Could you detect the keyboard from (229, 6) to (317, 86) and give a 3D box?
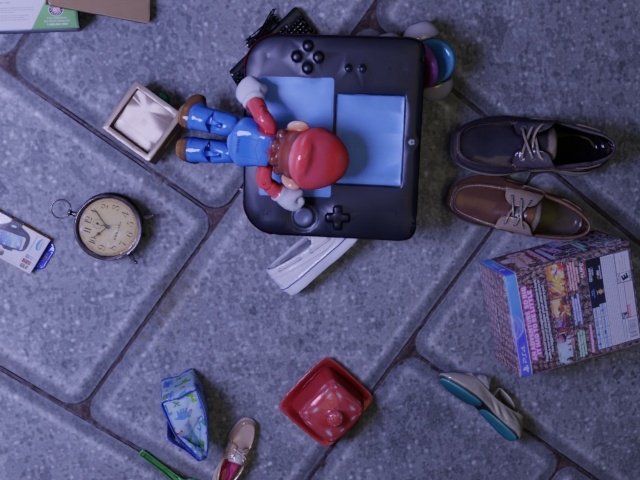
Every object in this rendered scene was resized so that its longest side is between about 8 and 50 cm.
[{"bbox_3d":[-0.100,-0.375,1.614,0.192,0.038,0.100,-46,105,-1],"label":"keyboard"}]

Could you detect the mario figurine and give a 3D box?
[{"bbox_3d":[-0.097,-0.178,1.536,0.320,0.198,0.170,15,60,13],"label":"mario figurine"}]

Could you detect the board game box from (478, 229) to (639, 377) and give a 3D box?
[{"bbox_3d":[0.518,0.132,1.781,0.290,0.141,0.232,-14,103,-8],"label":"board game box"}]

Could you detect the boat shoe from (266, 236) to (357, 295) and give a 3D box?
[{"bbox_3d":[0.000,0.000,1.678,0.258,0.095,0.084,-45,110,-1],"label":"boat shoe"}]

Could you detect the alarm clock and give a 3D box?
[{"bbox_3d":[-0.430,-0.036,1.602,0.192,0.064,0.129,21,96,-17],"label":"alarm clock"}]

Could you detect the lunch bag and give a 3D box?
[{"bbox_3d":[-0.269,0.359,1.677,0.096,0.129,0.151,-21,106,-5],"label":"lunch bag"}]

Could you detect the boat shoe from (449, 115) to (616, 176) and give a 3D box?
[{"bbox_3d":[0.443,-0.204,1.695,0.355,0.130,0.133,-2,85,-14],"label":"boat shoe"}]

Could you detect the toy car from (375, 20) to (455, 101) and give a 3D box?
[{"bbox_3d":[0.187,-0.343,1.625,0.181,0.136,0.159,-19,104,-7],"label":"toy car"}]

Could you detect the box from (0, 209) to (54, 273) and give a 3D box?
[{"bbox_3d":[-0.590,0.005,1.597,0.136,0.028,0.081,31,94,-13],"label":"box"}]

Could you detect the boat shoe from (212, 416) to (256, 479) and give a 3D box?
[{"bbox_3d":[-0.179,0.462,1.751,0.063,0.059,0.170,21,96,-14],"label":"boat shoe"}]

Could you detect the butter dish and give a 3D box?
[{"bbox_3d":[0.021,0.358,1.740,0.160,0.118,0.160,44,90,-15],"label":"butter dish"}]

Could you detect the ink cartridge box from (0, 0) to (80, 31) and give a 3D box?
[{"bbox_3d":[-0.524,-0.488,1.478,0.160,0.092,0.220,-5,101,-12],"label":"ink cartridge box"}]

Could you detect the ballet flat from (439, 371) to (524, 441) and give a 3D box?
[{"bbox_3d":[0.366,0.349,1.835,0.248,0.086,0.086,43,91,-17],"label":"ballet flat"}]

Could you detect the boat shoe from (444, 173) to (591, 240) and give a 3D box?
[{"bbox_3d":[0.424,-0.068,1.736,0.324,0.116,0.123,8,99,-13],"label":"boat shoe"}]

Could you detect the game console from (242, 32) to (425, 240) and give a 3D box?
[{"bbox_3d":[0.021,-0.196,1.580,0.341,0.060,0.387,4,103,10],"label":"game console"}]

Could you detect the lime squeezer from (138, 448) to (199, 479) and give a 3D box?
[{"bbox_3d":[-0.266,0.559,1.738,0.310,0.110,0.059,45,108,14],"label":"lime squeezer"}]

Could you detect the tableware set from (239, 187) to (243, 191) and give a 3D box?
[{"bbox_3d":[-0.099,-0.156,1.667,0.104,0.024,0.154,16,96,-17],"label":"tableware set"}]

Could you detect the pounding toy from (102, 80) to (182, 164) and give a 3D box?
[{"bbox_3d":[-0.316,-0.229,1.581,0.130,0.100,0.141,36,90,-1],"label":"pounding toy"}]

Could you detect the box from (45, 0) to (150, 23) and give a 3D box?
[{"bbox_3d":[-0.396,-0.490,1.481,0.201,0.021,0.165,-2,97,-44],"label":"box"}]
